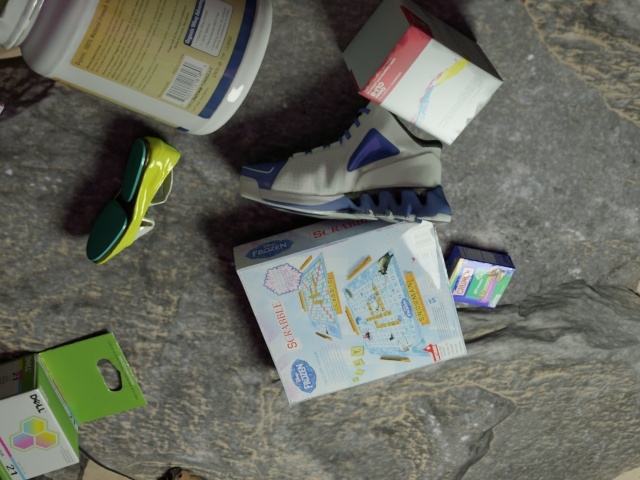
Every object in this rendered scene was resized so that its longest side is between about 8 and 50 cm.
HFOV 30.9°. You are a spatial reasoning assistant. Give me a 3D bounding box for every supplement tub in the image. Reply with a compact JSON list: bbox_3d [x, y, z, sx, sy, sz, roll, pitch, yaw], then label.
[{"bbox_3d":[-0.246,-0.288,1.488,0.316,0.228,0.228,21,118,-25],"label":"supplement tub"}]

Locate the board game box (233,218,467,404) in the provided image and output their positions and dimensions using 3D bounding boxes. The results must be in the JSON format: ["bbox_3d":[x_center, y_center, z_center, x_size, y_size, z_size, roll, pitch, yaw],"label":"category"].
[{"bbox_3d":[0.055,0.101,1.895,0.318,0.066,0.318,-16,128,2],"label":"board game box"}]

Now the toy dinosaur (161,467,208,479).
[{"bbox_3d":[-0.213,0.569,2.178,0.200,0.127,0.296,-41,129,8],"label":"toy dinosaur"}]

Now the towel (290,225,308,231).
[{"bbox_3d":[0.000,0.000,1.873,0.119,0.029,0.067,-14,128,-1],"label":"towel"}]

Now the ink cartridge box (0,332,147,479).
[{"bbox_3d":[-0.437,0.278,1.930,0.255,0.097,0.188,-17,127,1],"label":"ink cartridge box"}]

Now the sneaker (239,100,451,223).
[{"bbox_3d":[0.048,-0.123,1.743,0.316,0.127,0.182,5,85,13],"label":"sneaker"}]

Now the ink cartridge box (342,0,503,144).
[{"bbox_3d":[0.146,-0.248,1.668,0.176,0.128,0.127,26,116,-27],"label":"ink cartridge box"}]

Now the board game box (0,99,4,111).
[{"bbox_3d":[-0.509,-0.178,1.636,0.090,0.020,0.090,26,116,-29],"label":"board game box"}]

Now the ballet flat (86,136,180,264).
[{"bbox_3d":[-0.276,-0.053,1.750,0.077,0.077,0.231,8,122,-38],"label":"ballet flat"}]

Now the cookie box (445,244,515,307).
[{"bbox_3d":[0.262,0.062,1.969,0.107,0.040,0.092,11,124,-18],"label":"cookie box"}]
